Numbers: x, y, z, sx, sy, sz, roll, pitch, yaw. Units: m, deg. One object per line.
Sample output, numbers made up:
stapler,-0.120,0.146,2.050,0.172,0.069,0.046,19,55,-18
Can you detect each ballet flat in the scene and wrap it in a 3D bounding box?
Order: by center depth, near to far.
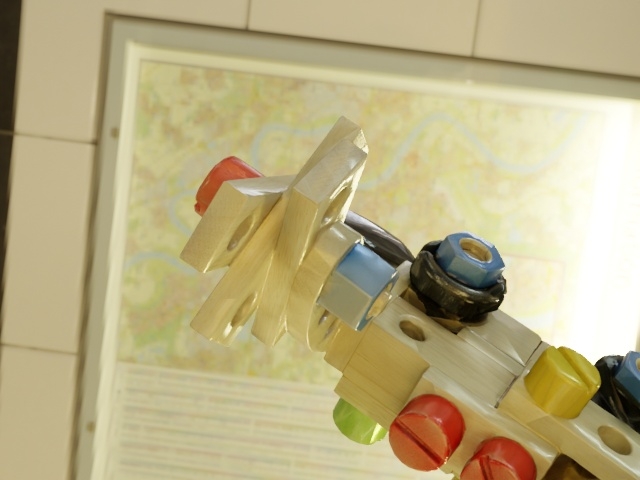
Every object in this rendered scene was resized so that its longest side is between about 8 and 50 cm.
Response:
ballet flat,0.000,0.000,0.868,0.049,0.173,0.057,-62,-156,23

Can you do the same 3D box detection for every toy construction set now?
toy construction set,0.073,0.091,0.476,0.151,0.328,0.215,-46,175,33
